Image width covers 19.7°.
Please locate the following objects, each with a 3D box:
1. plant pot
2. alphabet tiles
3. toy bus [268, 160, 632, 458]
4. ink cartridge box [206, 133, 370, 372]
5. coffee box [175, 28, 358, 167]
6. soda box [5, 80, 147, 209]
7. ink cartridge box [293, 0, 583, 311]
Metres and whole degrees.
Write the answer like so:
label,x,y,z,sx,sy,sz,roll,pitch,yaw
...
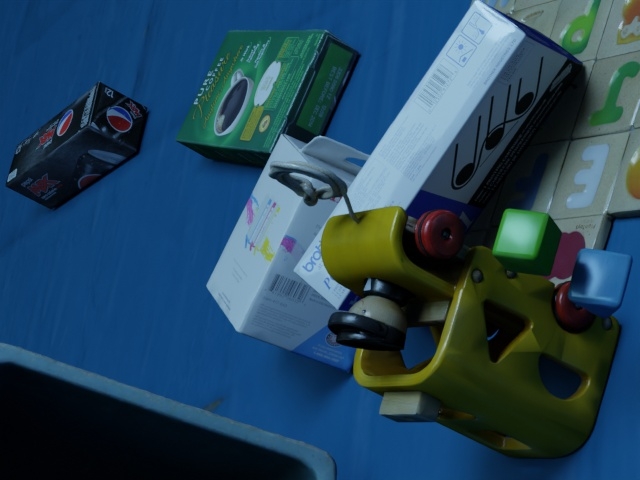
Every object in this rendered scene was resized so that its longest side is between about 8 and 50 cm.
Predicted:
label,x,y,z,sx,sy,sz,roll,pitch,yaw
plant pot,-0.165,0.246,1.214,0.252,0.247,0.248,135,152,-63
alphabet tiles,0.162,-0.112,1.203,0.285,0.011,0.342,-6,61,57
toy bus,0.067,0.053,1.038,0.202,0.191,0.104,12,72,16
ink cartridge box,0.000,0.000,1.276,0.143,0.092,0.090,-63,25,10
coffee box,-0.046,-0.118,1.526,0.184,0.040,0.113,9,73,60
soda box,-0.240,-0.091,1.806,0.169,0.060,0.053,-28,42,48
ink cartridge box,0.076,-0.047,1.171,0.046,0.097,0.207,41,103,27
